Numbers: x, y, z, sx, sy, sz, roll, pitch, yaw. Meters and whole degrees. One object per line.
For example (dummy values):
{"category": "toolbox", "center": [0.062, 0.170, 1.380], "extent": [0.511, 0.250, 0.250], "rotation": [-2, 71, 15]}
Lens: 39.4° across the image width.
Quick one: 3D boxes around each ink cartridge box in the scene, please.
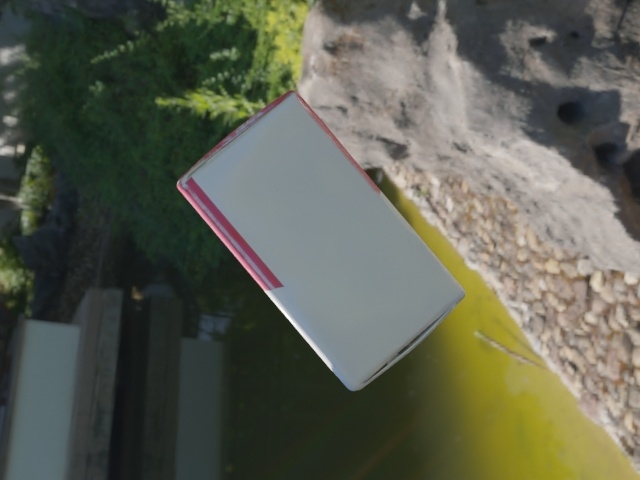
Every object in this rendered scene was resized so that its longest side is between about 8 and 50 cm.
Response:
{"category": "ink cartridge box", "center": [0.000, 0.000, 0.600], "extent": [0.092, 0.158, 0.218], "rotation": [-40, 1, -2]}
